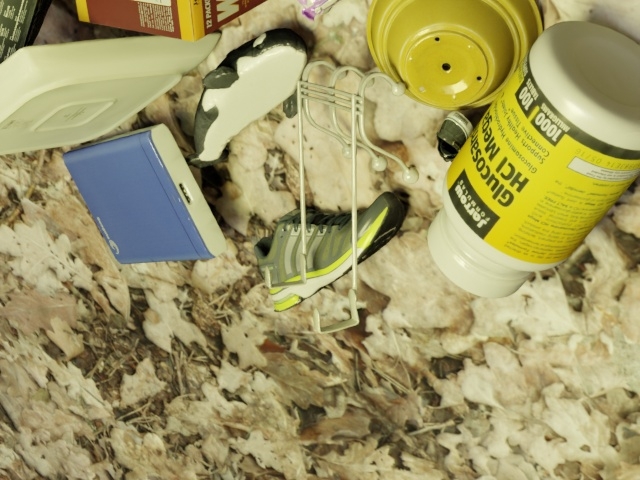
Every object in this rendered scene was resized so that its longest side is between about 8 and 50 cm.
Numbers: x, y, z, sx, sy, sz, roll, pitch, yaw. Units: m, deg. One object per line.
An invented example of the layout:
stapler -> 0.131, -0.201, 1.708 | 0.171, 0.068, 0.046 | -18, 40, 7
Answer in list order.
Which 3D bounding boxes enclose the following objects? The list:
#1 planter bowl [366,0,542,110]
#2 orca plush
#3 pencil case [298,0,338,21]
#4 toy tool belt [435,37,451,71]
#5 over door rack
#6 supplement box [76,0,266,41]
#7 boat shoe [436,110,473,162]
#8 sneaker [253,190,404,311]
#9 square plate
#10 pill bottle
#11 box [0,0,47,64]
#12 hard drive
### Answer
planter bowl -> 0.156, -0.228, 1.498 | 0.217, 0.090, 0.217 | 7, 128, 8
orca plush -> -0.107, -0.219, 1.772 | 0.151, 0.102, 0.287 | 3, 146, -18
pencil case -> 0.046, -0.353, 1.546 | 0.086, 0.088, 0.206 | 25, 144, -35
toy tool belt -> 0.149, -0.249, 1.575 | 0.051, 0.052, 0.083 | 9, 130, -4
over door rack -> 0.029, -0.063, 1.613 | 0.239, 0.108, 0.324 | -148, 66, -68
supplement box -> -0.193, -0.367, 1.641 | 0.194, 0.191, 0.129 | 15, 125, 28
boat shoe -> 0.168, -0.123, 1.589 | 0.049, 0.040, 0.142 | 38, 172, 16
sneaker -> 0.000, 0.000, 1.796 | 0.300, 0.111, 0.121 | -35, 89, 41
square plate -> -0.360, -0.196, 1.768 | 0.347, 0.344, 0.049 | -27, 82, 43
pill bottle -> 0.264, -0.084, 1.492 | 0.188, 0.188, 0.334 | 39, 133, 9
box -> -0.404, -0.390, 1.734 | 0.079, 0.257, 0.322 | 21, 134, -11
hard drive -> -0.280, -0.064, 1.936 | 0.319, 0.040, 0.210 | -5, 116, 56
